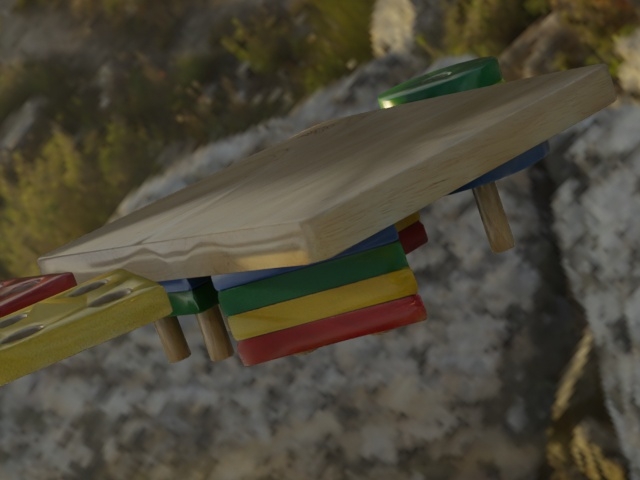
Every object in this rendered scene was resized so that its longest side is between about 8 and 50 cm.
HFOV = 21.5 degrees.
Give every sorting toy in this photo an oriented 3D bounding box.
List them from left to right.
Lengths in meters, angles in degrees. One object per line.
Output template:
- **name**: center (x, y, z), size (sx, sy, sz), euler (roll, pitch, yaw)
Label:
- **sorting toy**: center (0.000, 0.000, 0.506), size (0.274, 0.046, 0.132), euler (-28, 13, -40)
